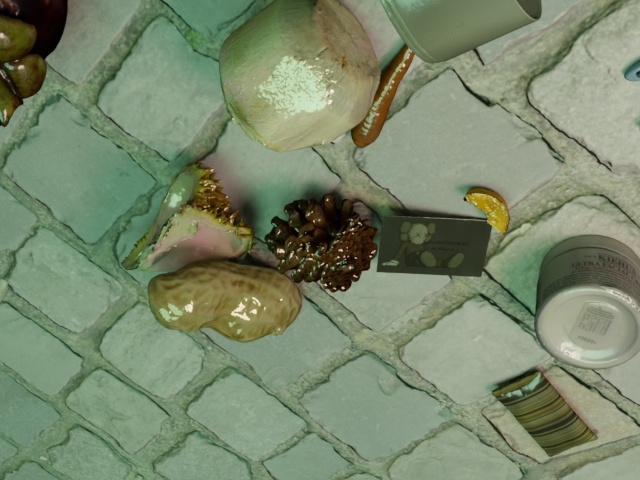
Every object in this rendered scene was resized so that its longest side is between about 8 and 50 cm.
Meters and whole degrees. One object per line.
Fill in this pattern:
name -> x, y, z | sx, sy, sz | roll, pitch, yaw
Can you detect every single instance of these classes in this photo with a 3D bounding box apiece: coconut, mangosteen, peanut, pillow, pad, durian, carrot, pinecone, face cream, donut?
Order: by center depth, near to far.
coconut -> -0.041, -0.240, 1.284 | 0.230, 0.227, 0.227 | -30, 111, 32
mangosteen -> -0.529, -0.338, 1.299 | 0.307, 0.307, 0.346 | -32, 67, 34
carrot -> 0.104, -0.238, 1.348 | 0.048, 0.048, 0.216 | 27, 123, -2
face cream -> 0.446, 0.103, 1.410 | 0.177, 0.153, 0.177 | 8, 126, 12
donut -> 0.278, -0.055, 1.424 | 0.083, 0.038, 0.067 | 17, 131, 12
pinecone -> 0.001, 0.003, 1.483 | 0.195, 0.149, 0.179 | 2, 143, 18
pad -> 0.197, 0.011, 1.492 | 0.190, 0.004, 0.127 | 2, 127, -1
peanut -> -0.175, 0.111, 1.560 | 0.140, 0.325, 0.153 | -25, 70, 44
durian -> -0.218, -0.009, 1.560 | 0.196, 0.185, 0.305 | 23, 139, -22
pillow -> 0.435, 0.337, 1.657 | 0.113, 0.038, 0.203 | -31, 112, 30

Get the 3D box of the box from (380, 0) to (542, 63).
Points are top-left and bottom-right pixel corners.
box -> 0.172, -0.361, 1.114 | 0.149, 0.226, 0.226 | -20, 117, 29

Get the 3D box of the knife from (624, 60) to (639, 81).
knife -> 0.559, -0.302, 1.164 | 0.313, 0.019, 0.044 | -33, 117, 34
